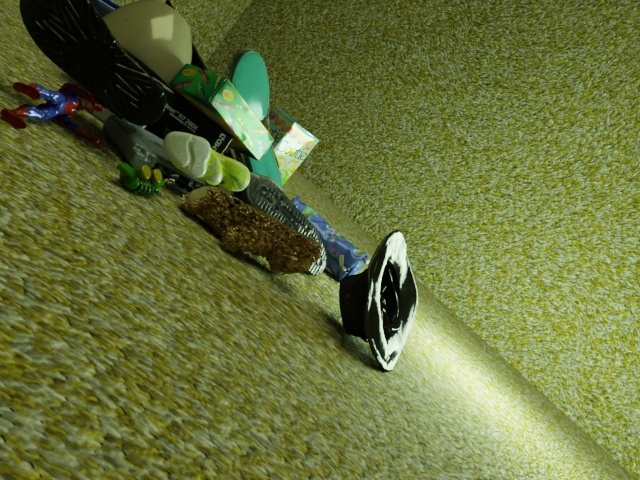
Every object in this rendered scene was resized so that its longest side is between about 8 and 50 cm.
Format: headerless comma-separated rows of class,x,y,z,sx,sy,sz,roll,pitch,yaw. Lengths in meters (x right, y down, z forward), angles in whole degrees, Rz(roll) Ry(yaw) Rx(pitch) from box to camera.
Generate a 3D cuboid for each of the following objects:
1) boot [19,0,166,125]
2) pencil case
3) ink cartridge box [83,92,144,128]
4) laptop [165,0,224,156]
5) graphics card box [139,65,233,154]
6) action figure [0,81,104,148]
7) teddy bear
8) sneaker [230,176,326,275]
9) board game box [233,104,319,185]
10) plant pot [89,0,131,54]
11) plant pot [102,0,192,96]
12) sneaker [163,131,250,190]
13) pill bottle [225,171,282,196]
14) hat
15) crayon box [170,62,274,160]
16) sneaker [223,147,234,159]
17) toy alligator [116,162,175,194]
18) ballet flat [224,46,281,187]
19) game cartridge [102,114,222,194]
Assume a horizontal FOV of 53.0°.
boot,-0.471,-0.378,1.348,0.348,0.131,0.260,51,-4,-24
pencil case,0.000,0.000,1.914,0.306,0.119,0.133,40,15,4
ink cartridge box,-0.508,-0.321,1.605,0.150,0.063,0.109,36,9,-17
laptop,-0.383,-0.477,2.069,0.237,0.408,0.381,-9,57,-37
graphics card box,-0.432,-0.347,1.758,0.371,0.094,0.233,37,-11,-17
action figure,-0.483,-0.242,1.237,0.139,0.091,0.280,31,11,-10
teddy bear,-0.164,-0.020,1.457,0.338,0.113,0.245,28,5,-20
sneaker,-0.110,-0.030,1.680,0.131,0.112,0.319,-12,-57,45
board game box,-0.165,-0.300,2.222,0.142,0.275,0.144,30,13,-48
plant pot,-0.636,-0.596,1.928,0.236,0.212,0.236,26,15,-32
plant pot,-0.463,-0.540,1.750,0.284,0.190,0.284,30,-11,6
sneaker,-0.285,-0.184,1.512,0.240,0.091,0.126,31,-7,-40
pill bottle,-0.179,-0.128,1.814,0.119,0.119,0.208,41,8,9
hat,0.118,0.138,1.499,0.134,0.331,0.331,-2,-12,26
crayon box,-0.262,-0.344,1.742,0.165,0.081,0.278,28,-12,34
sneaker,-0.327,-0.313,2.313,0.170,0.063,0.075,49,6,25
toy alligator,-0.346,-0.114,1.293,0.190,0.056,0.051,18,65,-70
ballet flat,-0.237,-0.353,2.001,0.182,0.164,0.482,20,-53,49
game cartridge,-0.377,-0.193,1.545,0.294,0.060,0.196,28,18,-53
